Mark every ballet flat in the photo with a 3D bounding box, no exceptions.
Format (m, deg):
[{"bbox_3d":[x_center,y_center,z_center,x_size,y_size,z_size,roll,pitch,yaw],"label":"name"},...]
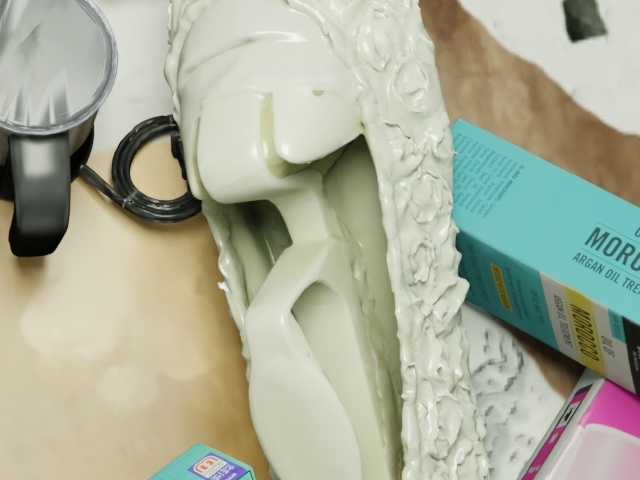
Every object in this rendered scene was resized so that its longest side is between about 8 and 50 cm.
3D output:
[{"bbox_3d":[0.000,0.000,0.926,0.147,0.147,0.409,-16,94,-15],"label":"ballet flat"}]

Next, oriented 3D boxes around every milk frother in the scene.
[{"bbox_3d":[-0.119,-0.067,0.966,0.143,0.135,0.129,-22,83,-16],"label":"milk frother"}]

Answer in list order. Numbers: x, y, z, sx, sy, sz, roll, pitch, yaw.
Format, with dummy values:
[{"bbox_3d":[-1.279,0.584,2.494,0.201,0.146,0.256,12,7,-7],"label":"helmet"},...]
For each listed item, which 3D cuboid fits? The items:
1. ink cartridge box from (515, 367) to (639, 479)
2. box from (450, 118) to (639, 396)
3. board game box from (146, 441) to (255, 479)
[{"bbox_3d":[0.191,0.175,1.017,0.175,0.069,0.371,35,70,-2],"label":"ink cartridge box"},{"bbox_3d":[0.162,0.031,0.968,0.244,0.100,0.060,30,72,28],"label":"box"},{"bbox_3d":[-0.101,0.222,0.883,0.210,0.047,0.160,-34,123,-30],"label":"board game box"}]
